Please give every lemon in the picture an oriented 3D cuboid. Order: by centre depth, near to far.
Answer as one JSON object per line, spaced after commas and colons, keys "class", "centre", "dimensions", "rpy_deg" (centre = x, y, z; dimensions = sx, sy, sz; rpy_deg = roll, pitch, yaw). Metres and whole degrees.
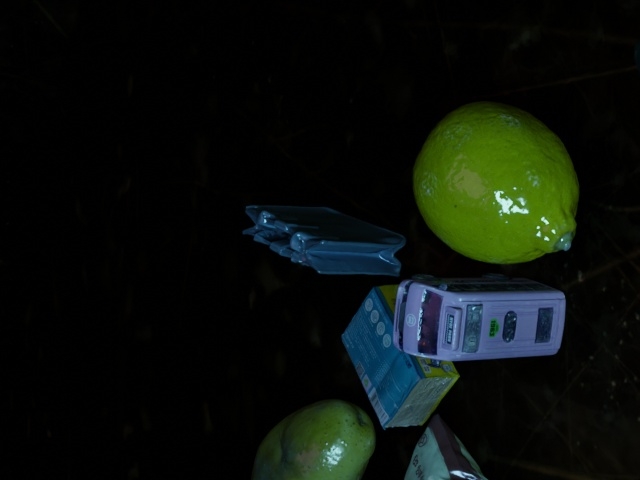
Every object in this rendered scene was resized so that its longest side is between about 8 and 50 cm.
{"class": "lemon", "centre": [0.206, -0.064, 1.339], "dimensions": [0.248, 0.184, 0.184], "rpy_deg": [46, 126, 51]}

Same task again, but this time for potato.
{"class": "potato", "centre": [-0.011, 0.334, 1.713], "dimensions": [0.248, 0.143, 0.169], "rpy_deg": [-47, 45, 36]}

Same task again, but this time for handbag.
{"class": "handbag", "centre": [0.164, 0.370, 1.440], "dimensions": [0.213, 0.127, 0.235], "rpy_deg": [-125, 35, -46]}
{"class": "handbag", "centre": [0.000, 0.000, 1.673], "dimensions": [0.229, 0.179, 0.062], "rpy_deg": [23, 108, 55]}

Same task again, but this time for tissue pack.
{"class": "tissue pack", "centre": [0.109, 0.158, 1.574], "dimensions": [0.120, 0.082, 0.169], "rpy_deg": [-60, 41, 36]}

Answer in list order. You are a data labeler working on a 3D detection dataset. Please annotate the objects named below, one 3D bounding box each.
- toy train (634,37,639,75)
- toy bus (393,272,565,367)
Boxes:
{"class": "toy train", "centre": [0.418, -0.204, 0.977], "dimensions": [0.138, 0.178, 0.330], "rpy_deg": [-93, 26, -46]}
{"class": "toy bus", "centre": [0.187, 0.093, 1.342], "dimensions": [0.108, 0.199, 0.096], "rpy_deg": [16, 102, 55]}
